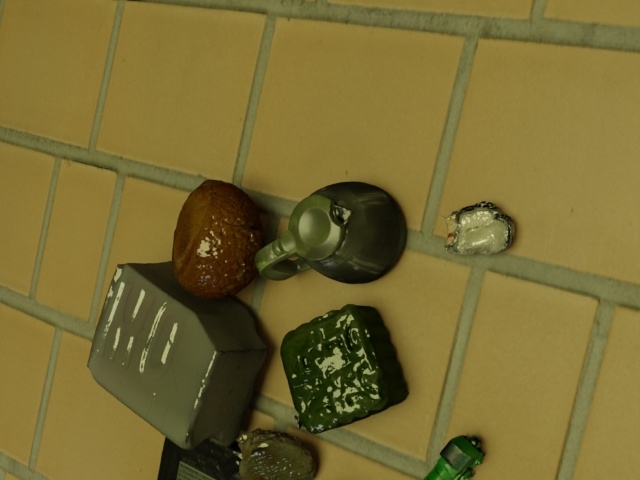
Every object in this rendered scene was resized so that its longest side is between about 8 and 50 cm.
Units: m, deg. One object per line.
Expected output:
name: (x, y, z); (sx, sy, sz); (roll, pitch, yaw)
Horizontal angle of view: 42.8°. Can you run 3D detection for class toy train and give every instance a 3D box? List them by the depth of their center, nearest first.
toy train: (0.254, 0.519, 1.756); (0.085, 0.119, 0.251); (43, 107, 25)

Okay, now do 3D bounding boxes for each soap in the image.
soap: (-0.361, 0.280, 2.069); (0.435, 0.213, 0.350); (28, 98, 35)

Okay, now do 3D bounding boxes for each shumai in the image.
shumai: (-0.109, 0.522, 1.986); (0.201, 0.201, 0.120); (-38, 27, 24)

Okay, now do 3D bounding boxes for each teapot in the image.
teapot: (0.005, -0.023, 1.873); (0.321, 0.239, 0.240); (1, 86, 33)

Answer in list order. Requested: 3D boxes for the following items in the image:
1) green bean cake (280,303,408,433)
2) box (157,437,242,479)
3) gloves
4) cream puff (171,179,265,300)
green bean cake: (0.046, 0.294, 1.877); (0.246, 0.156, 0.250); (-26, 74, 26)
box: (-0.300, 0.628, 2.116); (0.290, 0.073, 0.289); (18, 99, 29)
gloves: (0.342, -0.024, 1.762); (0.153, 0.070, 0.114); (-6, 78, 31)
cream puff: (-0.245, 0.008, 2.033); (0.303, 0.212, 0.303); (-41, 39, 45)
